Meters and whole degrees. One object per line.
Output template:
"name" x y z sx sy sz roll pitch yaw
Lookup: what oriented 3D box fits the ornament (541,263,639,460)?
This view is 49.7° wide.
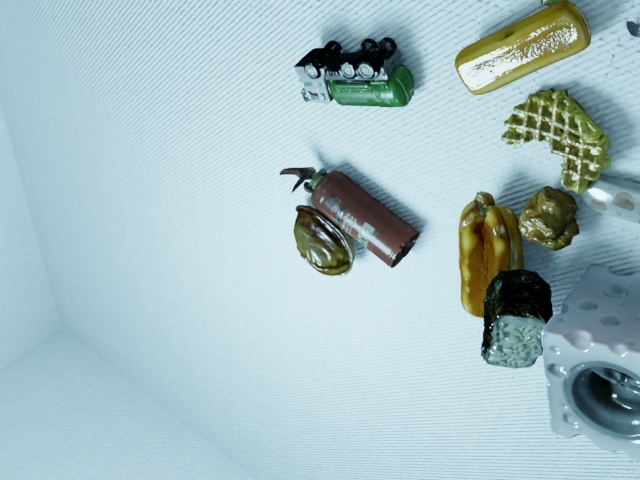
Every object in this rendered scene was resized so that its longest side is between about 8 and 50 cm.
"ornament" 0.560 0.217 1.229 0.239 0.239 0.239 10 125 39

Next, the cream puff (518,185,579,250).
"cream puff" 0.425 -0.036 1.268 0.094 0.116 0.122 39 157 34

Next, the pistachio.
"pistachio" 0.000 0.000 1.700 0.210 0.130 0.165 55 145 8

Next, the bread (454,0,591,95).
"bread" 0.339 -0.322 1.159 0.239 0.074 0.093 -16 114 49

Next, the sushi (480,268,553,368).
"sushi" 0.376 0.150 1.325 0.124 0.127 0.225 4 144 10

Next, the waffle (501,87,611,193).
"waffle" 0.414 -0.175 1.208 0.194 0.051 0.149 51 142 13

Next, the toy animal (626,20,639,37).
"toy animal" 0.501 -0.304 1.050 0.084 0.028 0.050 28 127 27

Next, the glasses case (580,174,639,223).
"glasses case" 0.531 -0.068 1.192 0.164 0.041 0.063 23 131 33

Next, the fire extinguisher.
"fire extinguisher" 0.056 -0.071 1.573 0.337 0.147 0.107 38 125 15

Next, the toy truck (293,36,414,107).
"toy truck" 0.071 -0.330 1.398 0.242 0.101 0.125 11 138 36

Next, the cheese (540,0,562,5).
"cheese" 0.368 -0.415 1.095 0.044 0.030 0.083 0 117 20

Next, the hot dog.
"hot dog" 0.348 0.036 1.400 0.135 0.100 0.338 18 140 32
